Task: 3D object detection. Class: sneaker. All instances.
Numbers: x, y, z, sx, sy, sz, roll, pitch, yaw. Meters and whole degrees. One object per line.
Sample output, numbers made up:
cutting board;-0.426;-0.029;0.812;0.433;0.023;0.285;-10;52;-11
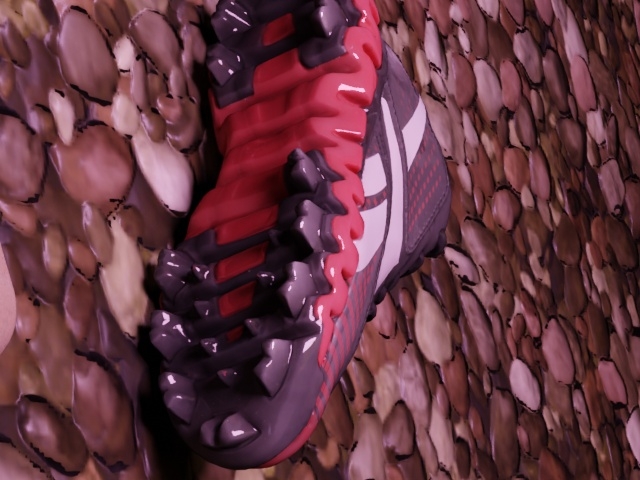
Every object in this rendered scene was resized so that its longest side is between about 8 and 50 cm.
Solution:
sneaker;0.000;0.000;0.903;0.135;0.097;0.276;49;35;-37

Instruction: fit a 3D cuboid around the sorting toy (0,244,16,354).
sorting toy;-0.211;-0.039;0.593;0.307;0.041;0.229;-21;99;-63
